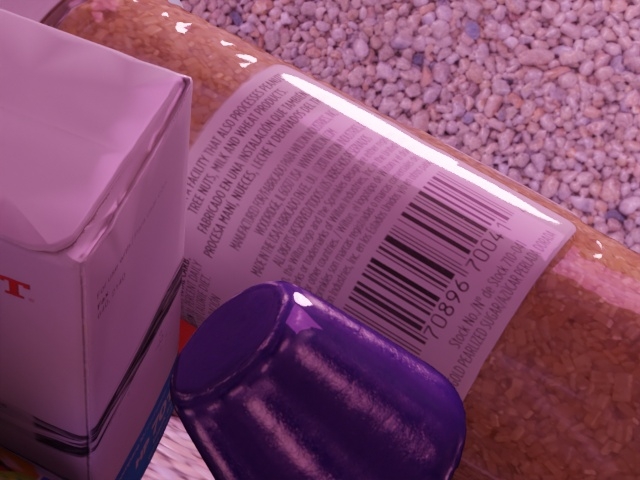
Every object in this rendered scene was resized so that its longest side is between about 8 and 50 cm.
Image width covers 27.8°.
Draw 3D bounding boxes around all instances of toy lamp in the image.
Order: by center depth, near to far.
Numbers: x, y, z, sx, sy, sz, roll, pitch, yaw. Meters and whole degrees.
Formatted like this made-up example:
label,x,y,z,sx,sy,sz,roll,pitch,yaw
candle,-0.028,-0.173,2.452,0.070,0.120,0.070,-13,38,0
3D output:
label,x,y,z,sx,sy,sz,roll,pitch,yaw
toy lamp,0.058,0.119,0.420,0.274,0.080,0.080,47,-8,-25

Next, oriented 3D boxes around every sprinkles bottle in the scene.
label,x,y,z,sx,sy,sz,roll,pitch,yaw
sprinkles bottle,0.000,0.000,0.524,0.355,0.121,0.121,30,1,17

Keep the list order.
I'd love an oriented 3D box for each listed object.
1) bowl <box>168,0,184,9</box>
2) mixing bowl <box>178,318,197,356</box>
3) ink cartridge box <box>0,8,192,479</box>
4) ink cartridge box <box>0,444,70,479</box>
label,x,y,z,sx,sy,sz,roll,pitch,yaw
bowl,-0.243,-0.093,1.068,0.311,0.311,0.163,27,28,-36
mixing bowl,-0.107,0.062,0.985,0.181,0.098,0.181,27,1,-1
ink cartridge box,-0.122,0.012,0.433,0.140,0.082,0.190,21,-38,7
ink cartridge box,-0.137,0.077,0.327,0.311,0.065,0.186,26,0,-2
